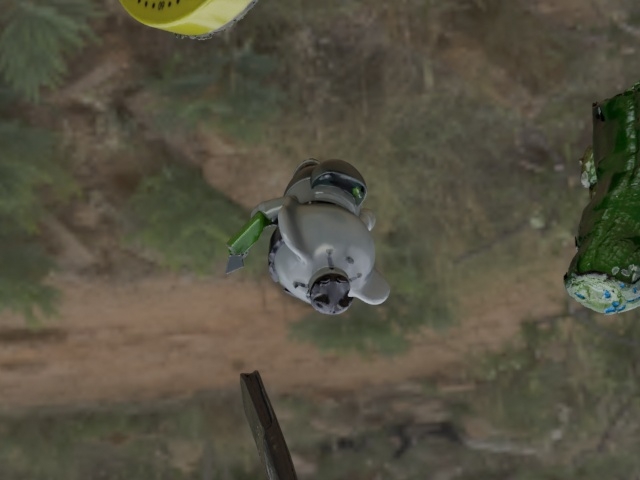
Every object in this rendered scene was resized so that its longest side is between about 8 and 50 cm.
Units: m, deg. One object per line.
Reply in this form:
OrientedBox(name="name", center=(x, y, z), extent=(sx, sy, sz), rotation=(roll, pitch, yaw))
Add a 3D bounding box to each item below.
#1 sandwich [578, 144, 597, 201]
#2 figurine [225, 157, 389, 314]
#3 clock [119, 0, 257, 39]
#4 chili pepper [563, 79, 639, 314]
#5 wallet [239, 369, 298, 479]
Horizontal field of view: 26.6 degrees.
OrientedBox(name="sandwich", center=(0.388, -0.052, 1.533), extent=(0.160, 0.109, 0.185), rotation=(-8, 165, 30))
OrientedBox(name="figurine", center=(0.000, 0.000, 1.292), extent=(0.147, 0.192, 0.126), rotation=(29, 120, -23))
OrientedBox(name="clock", center=(-0.107, -0.315, 1.113), extent=(0.071, 0.293, 0.277), rotation=(6, 175, -38))
OrientedBox(name="chili pepper", center=(0.245, -0.045, 1.045), extent=(0.098, 0.224, 0.061), rotation=(-9, 138, 38))
OrientedBox(name="wallet", center=(-0.024, 0.162, 0.903), extent=(0.018, 0.157, 0.082), rotation=(-17, 146, -8))
